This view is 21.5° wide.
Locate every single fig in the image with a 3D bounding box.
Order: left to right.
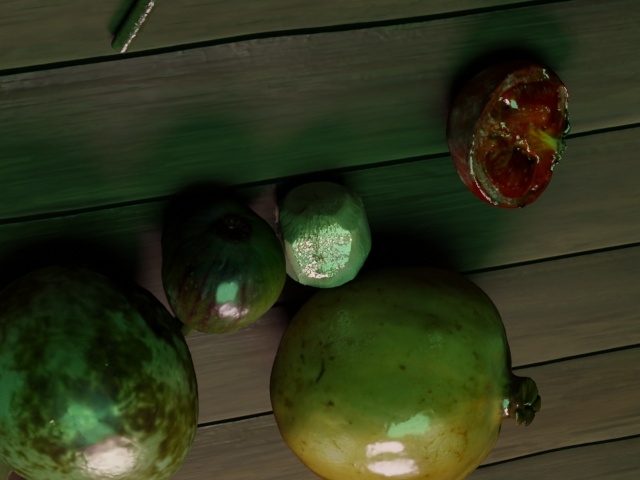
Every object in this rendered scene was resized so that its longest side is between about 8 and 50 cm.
[{"bbox_3d":[-0.128,0.056,1.842,0.149,0.149,0.245,1,147,-22],"label":"fig"}]

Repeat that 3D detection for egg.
[{"bbox_3d":[-0.247,0.156,1.805,0.238,0.238,0.289,-35,128,15],"label":"egg"}]

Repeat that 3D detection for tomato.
[{"bbox_3d":[0.191,-0.121,1.805,0.139,0.091,0.159,6,105,-39],"label":"tomato"}]

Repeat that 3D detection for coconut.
[{"bbox_3d":[0.000,0.000,1.842,0.110,0.110,0.124,-15,131,-6],"label":"coconut"}]

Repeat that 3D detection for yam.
[{"bbox_3d":[-0.165,-0.226,1.607,0.021,0.021,0.116,16,126,-33],"label":"yam"}]

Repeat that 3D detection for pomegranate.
[{"bbox_3d":[0.078,0.162,1.924,0.307,0.307,0.307,-11,137,-10],"label":"pomegranate"}]

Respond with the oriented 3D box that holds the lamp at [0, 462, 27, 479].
[{"bbox_3d":[-0.415,0.249,1.892,0.180,0.180,0.258,-25,138,5],"label":"lamp"}]
